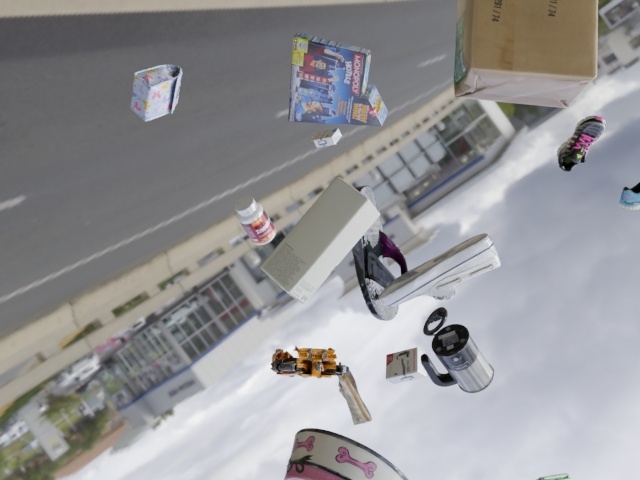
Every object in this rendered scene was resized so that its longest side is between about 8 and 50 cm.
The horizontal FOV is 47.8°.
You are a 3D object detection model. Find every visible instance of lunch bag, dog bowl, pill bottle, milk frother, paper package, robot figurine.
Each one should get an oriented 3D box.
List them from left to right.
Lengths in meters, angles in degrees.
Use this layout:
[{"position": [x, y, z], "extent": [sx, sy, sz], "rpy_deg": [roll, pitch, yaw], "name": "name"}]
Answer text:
[{"position": [-0.256, -0.239, 1.158], "extent": [0.083, 0.053, 0.071], "rpy_deg": [-33, 154, -44], "name": "lunch bag"}, {"position": [-0.205, -0.063, 2.242], "extent": [0.086, 0.152, 0.086], "rpy_deg": [-16, -136, 15], "name": "pill bottle"}, {"position": [-0.042, 0.341, 2.017], "extent": [0.211, 0.085, 0.291], "rpy_deg": [5, 169, -15], "name": "robot figurine"}, {"position": [0.069, 0.741, 2.162], "extent": [0.408, 0.408, 0.150], "rpy_deg": [-34, -161, 54], "name": "dog bowl"}, {"position": [0.288, 0.229, 1.537], "extent": [0.129, 0.134, 0.143], "rpy_deg": [-12, -141, 33], "name": "milk frother"}, {"position": [0.482, -0.503, 1.711], "extent": [0.310, 0.324, 0.168], "rpy_deg": [5, 168, 0], "name": "paper package"}]

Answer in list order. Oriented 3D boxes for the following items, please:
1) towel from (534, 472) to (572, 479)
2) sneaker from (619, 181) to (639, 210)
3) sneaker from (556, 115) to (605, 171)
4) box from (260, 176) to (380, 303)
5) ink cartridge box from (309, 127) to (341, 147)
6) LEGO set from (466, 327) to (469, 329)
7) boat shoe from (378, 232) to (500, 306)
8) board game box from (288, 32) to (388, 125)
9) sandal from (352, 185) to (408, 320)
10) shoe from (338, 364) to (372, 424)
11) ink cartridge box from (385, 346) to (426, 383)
[{"position": [0.660, 0.859, 2.416], "extent": [0.325, 0.038, 0.248], "rpy_deg": [-37, 150, 26], "name": "towel"}, {"position": [0.879, -0.127, 1.922], "extent": [0.162, 0.073, 0.063], "rpy_deg": [-10, -159, -6], "name": "sneaker"}, {"position": [0.614, -0.222, 1.703], "extent": [0.170, 0.063, 0.074], "rpy_deg": [120, -12, -54], "name": "sneaker"}, {"position": [0.000, 0.000, 1.633], "extent": [0.275, 0.113, 0.094], "rpy_deg": [-48, 148, -2], "name": "box"}, {"position": [0.013, -0.295, 2.084], "extent": [0.083, 0.028, 0.048], "rpy_deg": [-4, -143, 36], "name": "ink cartridge box"}, {"position": [0.303, 0.223, 1.592], "extent": [0.054, 0.023, 0.083], "rpy_deg": [-47, -170, 46], "name": "LEGO set"}, {"position": [0.256, 0.083, 1.531], "extent": [0.268, 0.088, 0.096], "rpy_deg": [-30, -173, -4], "name": "boat shoe"}, {"position": [0.041, -0.302, 1.411], "extent": [0.194, 0.194, 0.060], "rpy_deg": [97, 12, -45], "name": "board game box"}, {"position": [0.172, 0.055, 2.039], "extent": [0.107, 0.445, 0.167], "rpy_deg": [2, -144, 30], "name": "sandal"}, {"position": [0.088, 0.460, 2.126], "extent": [0.058, 0.219, 0.076], "rpy_deg": [-22, -156, 7], "name": "shoe"}, {"position": [0.300, 0.440, 2.538], "extent": [0.135, 0.056, 0.099], "rpy_deg": [-21, -131, 34], "name": "ink cartridge box"}]
